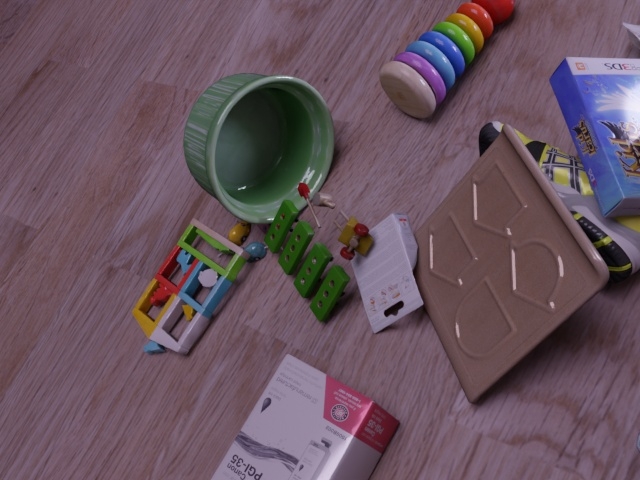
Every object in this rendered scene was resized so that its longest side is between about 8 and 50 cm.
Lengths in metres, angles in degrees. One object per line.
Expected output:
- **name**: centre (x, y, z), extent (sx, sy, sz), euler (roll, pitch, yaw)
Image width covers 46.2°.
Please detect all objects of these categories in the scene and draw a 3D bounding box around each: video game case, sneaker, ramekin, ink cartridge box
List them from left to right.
- **ramekin**: centre (-0.132, -0.198, 1.547), extent (0.148, 0.303, 0.303), euler (28, 78, 46)
- **ink cartridge box**: centre (-0.033, 0.367, 1.255), extent (0.207, 0.117, 0.283), euler (22, 74, 37)
- **ink cartridge box**: centre (0.127, 0.060, 1.368), extent (0.145, 0.045, 0.179), euler (-39, 62, 44)
- **sneaker**: centre (0.417, -0.085, 1.281), extent (0.147, 0.145, 0.385), euler (-30, 53, -12)
- **video game case**: centre (0.520, -0.169, 1.190), extent (0.244, 0.061, 0.270), euler (-3, 62, -16)

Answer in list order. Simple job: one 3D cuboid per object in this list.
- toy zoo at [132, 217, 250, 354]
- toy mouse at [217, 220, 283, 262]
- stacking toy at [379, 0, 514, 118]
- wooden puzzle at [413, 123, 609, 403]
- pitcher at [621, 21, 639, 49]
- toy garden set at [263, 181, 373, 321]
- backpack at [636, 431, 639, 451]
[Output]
- **toy zoo**: centre (-0.291, 0.112, 1.596), extent (0.192, 0.030, 0.293), euler (30, 85, 41)
- **toy mouse**: centre (-0.136, -0.010, 1.598), extent (0.143, 0.031, 0.161), euler (27, 77, 38)
- **stacking toy**: centre (0.275, -0.410, 1.555), extent (0.330, 0.141, 0.141), euler (-47, 50, -11)
- **wooden puzzle**: centre (0.289, 0.040, 1.217), extent (0.348, 0.080, 0.322), euler (-57, 39, 37)
- **pitcher**: centre (0.661, -0.355, 1.309), extent (0.207, 0.125, 0.178), euler (-25, 73, 28)
- **toy garden set**: centre (0.000, 0.000, 1.453), extent (0.244, 0.049, 0.204), euler (53, 127, 37)
- **backpack**: centre (0.563, 0.264, 0.942), extent (0.225, 0.191, 0.253), euler (-47, 55, -4)
